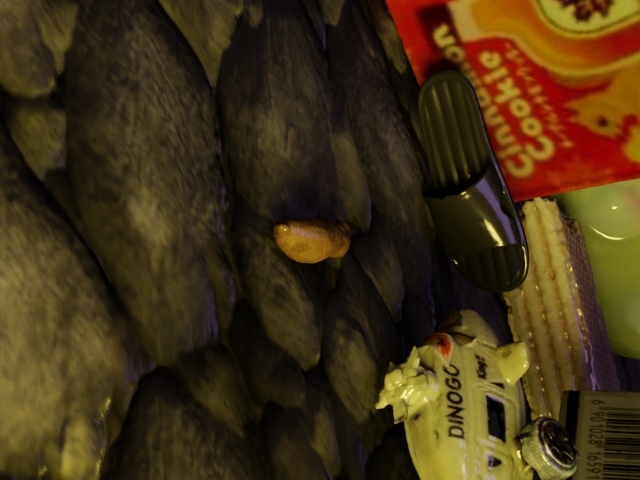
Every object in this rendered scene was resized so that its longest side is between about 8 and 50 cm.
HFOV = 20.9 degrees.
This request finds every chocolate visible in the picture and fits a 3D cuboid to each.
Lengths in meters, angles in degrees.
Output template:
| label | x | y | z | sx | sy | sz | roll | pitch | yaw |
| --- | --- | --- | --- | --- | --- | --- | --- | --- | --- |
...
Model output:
| label | x | y | z | sx | sy | sz | roll | pitch | yaw |
| --- | --- | --- | --- | --- | --- | --- | --- | --- | --- |
| chocolate | 0.175 | -0.147 | 1.256 | 0.237 | 0.235 | 0.108 | 66 | 33 | -24 |

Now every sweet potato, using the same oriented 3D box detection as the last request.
| label | x | y | z | sx | sy | sz | roll | pitch | yaw |
| --- | --- | --- | --- | --- | --- | --- | --- | --- | --- |
| sweet potato | 0.000 | 0.000 | 0.936 | 0.115 | 0.026 | 0.026 | 5 | 69 | -73 |

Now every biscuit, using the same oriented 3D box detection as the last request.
| label | x | y | z | sx | sy | sz | roll | pitch | yaw |
| --- | --- | --- | --- | --- | --- | --- | --- | --- | --- |
| biscuit | 0.189 | 0.086 | 1.342 | 0.108 | 0.062 | 0.238 | 26 | 51 | -68 |

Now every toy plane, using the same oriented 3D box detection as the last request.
| label | x | y | z | sx | sy | sz | roll | pitch | yaw |
| --- | --- | --- | --- | --- | --- | --- | --- | --- | --- |
| toy plane | 0.079 | 0.146 | 0.952 | 0.108 | 0.092 | 0.286 | 32 | 40 | -32 |

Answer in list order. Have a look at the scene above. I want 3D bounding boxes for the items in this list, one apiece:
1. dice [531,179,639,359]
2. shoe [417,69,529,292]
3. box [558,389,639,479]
| label | x | y | z | sx | sy | sz | roll | pitch | yaw |
| --- | --- | --- | --- | --- | --- | --- | --- | --- | --- |
| dice | 0.335 | -0.053 | 1.577 | 0.254 | 0.252 | 0.249 | -66 | 137 | -65 |
| shoe | 0.093 | -0.039 | 1.184 | 0.053 | 0.062 | 0.159 | -5 | 79 | -58 |
| box | 0.177 | 0.247 | 1.048 | 0.310 | 0.084 | 0.198 | -67 | 156 | -62 |
